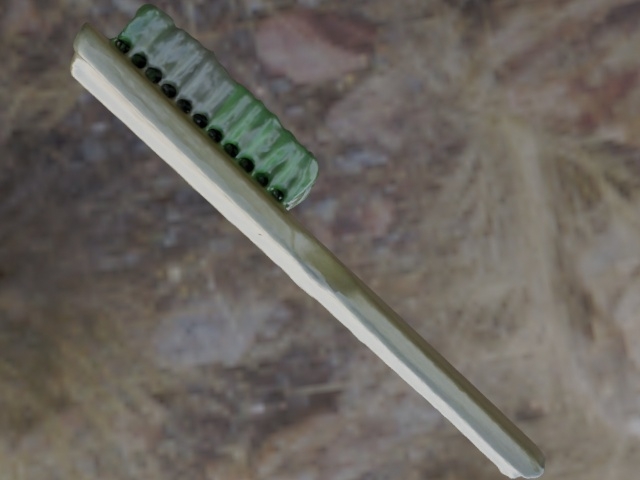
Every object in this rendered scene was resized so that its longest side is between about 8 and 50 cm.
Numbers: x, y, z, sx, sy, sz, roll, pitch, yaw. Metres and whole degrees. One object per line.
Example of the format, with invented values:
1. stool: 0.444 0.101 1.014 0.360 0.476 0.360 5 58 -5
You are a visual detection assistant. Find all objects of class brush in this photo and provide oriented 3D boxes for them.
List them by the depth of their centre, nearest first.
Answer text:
1. brush: 0.000 0.000 0.883 0.048 0.282 0.054 -45 179 -9
